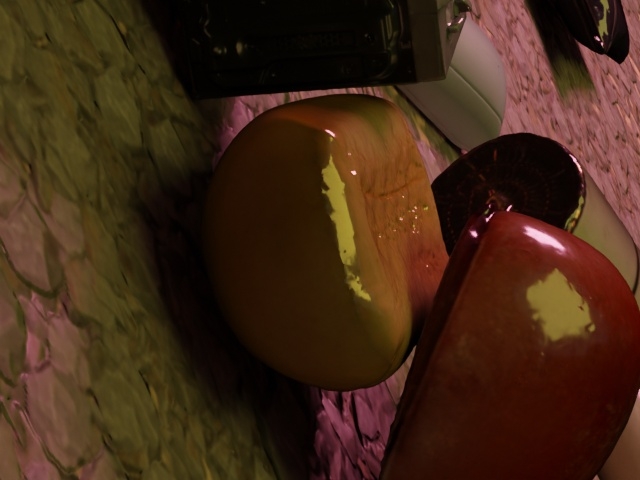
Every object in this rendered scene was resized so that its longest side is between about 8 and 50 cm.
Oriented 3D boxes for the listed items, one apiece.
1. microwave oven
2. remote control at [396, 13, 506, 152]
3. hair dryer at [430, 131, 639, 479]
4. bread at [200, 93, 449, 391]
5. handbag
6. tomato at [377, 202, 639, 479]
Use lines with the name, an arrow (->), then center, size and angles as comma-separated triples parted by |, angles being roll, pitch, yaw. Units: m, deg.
microwave oven -> -0.008, -0.192, 1.057 | 0.122, 0.162, 0.208 | -67, 152, -65
remote control -> 0.067, -0.163, 1.447 | 0.293, 0.051, 0.103 | 36, 45, -53
hair dryer -> 0.192, 0.109, 1.296 | 0.203, 0.128, 0.362 | 50, 13, -44
bread -> 0.000, 0.000, 1.012 | 0.217, 0.098, 0.147 | -16, 95, -76
handbag -> 0.258, -0.304, 2.074 | 0.254, 0.088, 0.211 | 68, 13, 1
tomato -> 0.107, 0.087, 1.056 | 0.228, 0.112, 0.199 | -9, 119, -75
